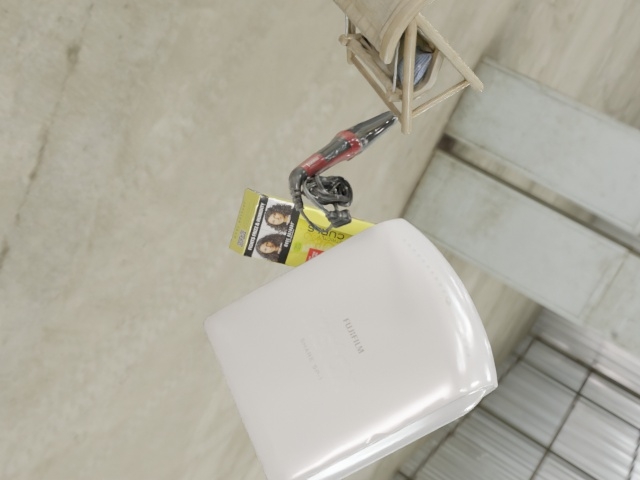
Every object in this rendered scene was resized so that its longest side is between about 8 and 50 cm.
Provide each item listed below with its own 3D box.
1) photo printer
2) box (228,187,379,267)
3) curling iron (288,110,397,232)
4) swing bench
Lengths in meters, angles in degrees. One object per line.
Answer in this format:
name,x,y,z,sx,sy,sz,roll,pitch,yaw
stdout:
photo printer,0.040,0.134,0.975,0.308,0.256,0.107,-28,157,5
box,0.000,0.000,1.086,0.232,0.058,0.087,15,96,-29
curling iron,0.031,-0.083,0.816,0.035,0.068,0.274,-22,-164,27
swing bench,0.127,-0.371,1.390,0.165,0.253,0.254,-31,140,0
